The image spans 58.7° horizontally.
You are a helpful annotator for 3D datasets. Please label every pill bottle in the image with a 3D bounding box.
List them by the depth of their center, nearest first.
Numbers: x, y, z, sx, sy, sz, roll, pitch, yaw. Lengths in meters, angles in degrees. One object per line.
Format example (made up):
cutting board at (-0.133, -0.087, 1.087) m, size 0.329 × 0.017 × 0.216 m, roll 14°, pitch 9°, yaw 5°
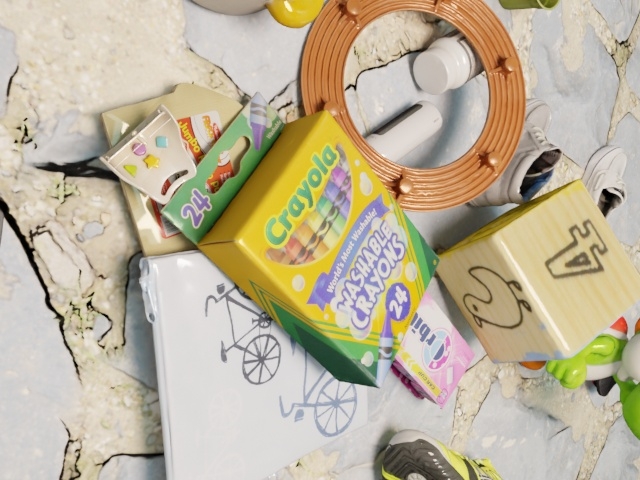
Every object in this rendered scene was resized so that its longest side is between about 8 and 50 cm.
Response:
pill bottle at (0.208, -0.275, 0.855) m, size 0.137 × 0.078 × 0.078 m, roll -35°, pitch 115°, yaw -28°

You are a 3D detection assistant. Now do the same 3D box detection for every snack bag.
snack bag at (-0.061, 0.150, 0.720) m, size 0.342 × 0.037 × 0.323 m, roll -13°, pitch 105°, yaw -42°

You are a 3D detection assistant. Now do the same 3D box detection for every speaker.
speaker at (0.112, -0.147, 0.816) m, size 0.136 × 0.055 × 0.055 m, roll -37°, pitch 117°, yaw -26°

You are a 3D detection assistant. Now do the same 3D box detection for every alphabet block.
alphabet block at (0.327, 0.053, 0.870) m, size 0.193 × 0.192 × 0.197 m, roll -30°, pitch 86°, yaw -23°

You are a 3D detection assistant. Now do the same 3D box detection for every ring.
ring at (0.138, -0.207, 0.766) m, size 0.336 × 0.032 × 0.337 m, roll 0°, pitch 88°, yaw -16°

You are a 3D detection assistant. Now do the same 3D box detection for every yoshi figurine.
yoshi figurine at (0.470, 0.227, 0.943) m, size 0.203 × 0.362 × 0.203 m, roll -28°, pitch 113°, yaw -31°

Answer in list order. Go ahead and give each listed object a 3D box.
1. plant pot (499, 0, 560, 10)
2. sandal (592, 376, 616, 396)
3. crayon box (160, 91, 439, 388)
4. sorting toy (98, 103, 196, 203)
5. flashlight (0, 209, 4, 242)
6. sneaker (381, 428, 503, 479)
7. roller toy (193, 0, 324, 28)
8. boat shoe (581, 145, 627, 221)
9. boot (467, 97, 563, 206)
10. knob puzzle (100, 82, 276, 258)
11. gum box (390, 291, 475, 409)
plant pot at (0.339, -0.413, 0.934) m, size 0.083 × 0.079 × 0.083 m, roll -5°, pitch 98°, yaw -36°
sandal at (0.645, 0.310, 1.294) m, size 0.179 × 0.040 × 0.067 m, roll 3°, pitch 100°, yaw -51°
crayon box at (0.000, 0.000, 0.674) m, size 0.323 × 0.083 × 0.203 m, roll 48°, pitch 58°, yaw -28°
sorting toy at (-0.167, -0.079, 0.574) m, size 0.075 × 0.045 × 0.083 m, roll 48°, pitch 68°, yaw -17°
flashlight at (-0.346, 0.113, 0.479) m, size 0.103 × 0.103 × 0.304 m, roll 11°, pitch 89°, yaw -38°
sneaker at (0.227, 0.422, 0.954) m, size 0.385 × 0.145 × 0.147 m, roll 52°, pitch 35°, yaw -27°
roller toy at (-0.075, -0.343, 0.592) m, size 0.191 × 0.146 × 0.209 m, roll 6°, pitch 93°, yaw -37°
boat shoe at (0.573, -0.090, 1.149) m, size 0.095 × 0.084 × 0.258 m, roll 46°, pitch 69°, yaw -31°
boot at (0.354, -0.147, 0.953) m, size 0.258 × 0.123 × 0.095 m, roll -50°, pitch 122°, yaw -21°
knob puzzle at (-0.135, -0.083, 0.655) m, size 0.213 × 0.030 × 0.213 m, roll -5°, pitch 99°, yaw -36°
gum box at (0.158, 0.168, 0.888) m, size 0.107 × 0.062 × 0.188 m, roll -53°, pitch 122°, yaw -19°
